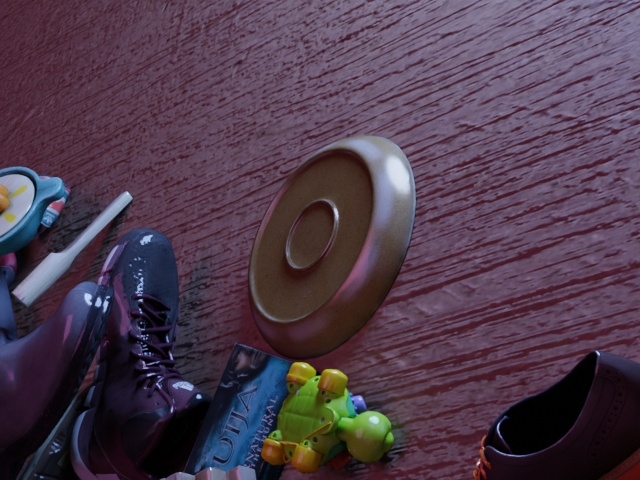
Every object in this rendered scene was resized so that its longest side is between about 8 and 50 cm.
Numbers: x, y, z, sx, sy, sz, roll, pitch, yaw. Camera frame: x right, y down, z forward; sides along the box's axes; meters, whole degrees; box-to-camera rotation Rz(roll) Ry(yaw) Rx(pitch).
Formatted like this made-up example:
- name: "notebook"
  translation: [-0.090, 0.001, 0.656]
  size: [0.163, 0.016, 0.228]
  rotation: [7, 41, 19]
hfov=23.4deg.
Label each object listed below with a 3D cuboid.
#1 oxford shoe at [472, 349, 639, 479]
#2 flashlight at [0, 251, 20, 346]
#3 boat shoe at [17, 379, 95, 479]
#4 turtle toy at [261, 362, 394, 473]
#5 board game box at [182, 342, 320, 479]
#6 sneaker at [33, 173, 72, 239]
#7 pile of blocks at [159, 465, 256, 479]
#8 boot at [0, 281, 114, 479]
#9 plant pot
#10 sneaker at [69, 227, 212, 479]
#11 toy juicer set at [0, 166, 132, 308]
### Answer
- name: "oxford shoe"
  translation: [0.140, 0.173, 1.129]
  size: [0.271, 0.098, 0.097]
  rotation: [-46, 26, 22]
- name: "flashlight"
  translation: [-0.418, 0.100, 1.962]
  size: [0.103, 0.103, 0.304]
  rotation: [-44, 42, 20]
- name: "boat shoe"
  translation: [-0.271, 0.213, 1.659]
  size: [0.072, 0.068, 0.190]
  rotation: [-15, 28, 51]
- name: "turtle toy"
  translation: [0.009, 0.163, 1.354]
  size: [0.130, 0.066, 0.095]
  rotation: [5, 72, 54]
- name: "board game box"
  translation: [-0.077, 0.198, 1.485]
  size: [0.126, 0.026, 0.186]
  rotation: [12, 78, 55]
- name: "sneaker"
  translation: [-0.394, -0.036, 2.047]
  size: [0.161, 0.057, 0.075]
  rotation: [-12, 53, 47]
- name: "pile of blocks"
  translation: [-0.146, 0.369, 1.359]
  size: [0.149, 0.113, 0.362]
  rotation: [-3, 72, 46]
- name: "boot"
  translation: [-0.367, 0.132, 1.563]
  size: [0.338, 0.223, 0.118]
  rotation: [-53, 9, 27]
- name: "plant pot"
  translation: [0.000, 0.000, 1.509]
  size: [0.236, 0.032, 0.236]
  rotation: [-31, 46, 39]
- name: "sneaker"
  translation: [-0.160, 0.125, 1.598]
  size: [0.162, 0.106, 0.281]
  rotation: [-2, 77, 48]
- name: "toy juicer set"
  translation: [-0.415, -0.006, 1.908]
  size: [0.329, 0.089, 0.209]
  rotation: [5, 55, 34]
